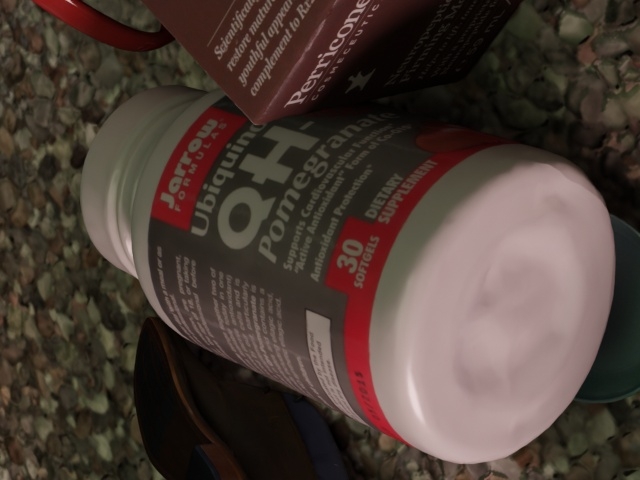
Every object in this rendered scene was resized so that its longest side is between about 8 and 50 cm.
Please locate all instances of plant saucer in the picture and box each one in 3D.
[{"bbox_3d":[0.159,0.036,0.951,0.119,0.021,0.119,11,108,36],"label":"plant saucer"}]

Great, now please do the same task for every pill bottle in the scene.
[{"bbox_3d":[0.000,0.000,0.956,0.318,0.176,0.176,20,113,44],"label":"pill bottle"}]

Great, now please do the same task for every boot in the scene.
[{"bbox_3d":[-0.059,0.132,1.123,0.219,0.106,0.082,60,139,47],"label":"boot"}]

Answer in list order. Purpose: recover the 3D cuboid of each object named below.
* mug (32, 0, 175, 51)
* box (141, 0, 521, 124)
[{"bbox_3d":[-0.155,-0.204,1.044,0.150,0.169,0.113,44,123,22],"label":"mug"},{"bbox_3d":[0.014,-0.189,0.894,0.167,0.203,0.168,48,126,18],"label":"box"}]
